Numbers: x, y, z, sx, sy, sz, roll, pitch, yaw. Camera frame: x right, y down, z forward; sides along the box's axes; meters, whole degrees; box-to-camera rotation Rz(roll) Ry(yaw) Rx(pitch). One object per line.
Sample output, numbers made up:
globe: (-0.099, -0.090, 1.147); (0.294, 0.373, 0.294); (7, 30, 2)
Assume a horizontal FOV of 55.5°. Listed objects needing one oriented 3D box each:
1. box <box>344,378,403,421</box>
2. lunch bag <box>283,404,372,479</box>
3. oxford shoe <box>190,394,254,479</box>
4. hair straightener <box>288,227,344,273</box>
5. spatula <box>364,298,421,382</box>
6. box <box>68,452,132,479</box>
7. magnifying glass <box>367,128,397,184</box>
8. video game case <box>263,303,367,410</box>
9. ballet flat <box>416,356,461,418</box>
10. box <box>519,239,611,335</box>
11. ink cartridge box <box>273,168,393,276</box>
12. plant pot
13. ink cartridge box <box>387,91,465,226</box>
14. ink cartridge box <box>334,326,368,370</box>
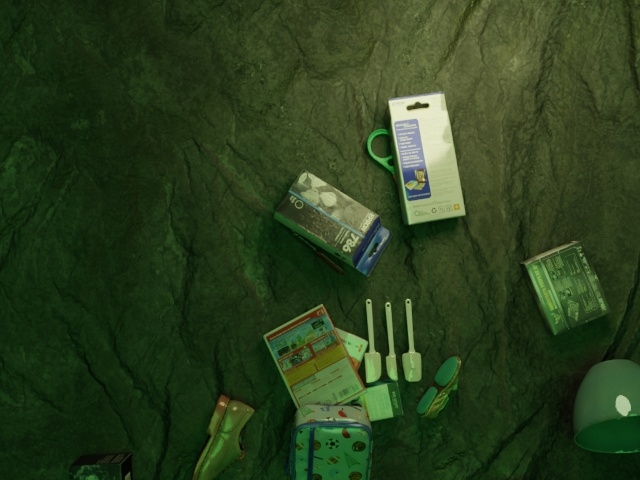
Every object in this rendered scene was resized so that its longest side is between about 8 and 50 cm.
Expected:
box: (0.114, 0.482, 1.790); (0.244, 0.060, 0.101); (-11, 89, 1)
lunch bag: (0.020, 0.608, 1.719); (0.242, 0.115, 0.304); (1, 115, -6)
oxford shoe: (-0.292, 0.636, 1.770); (0.130, 0.123, 0.349); (18, 91, -4)
hair straightener: (0.000, 0.000, 1.811); (0.230, 0.047, 0.089); (36, 74, 6)
spatula: (0.210, 0.292, 1.787); (0.168, 0.019, 0.242); (-1, 75, -2)
box: (-0.642, 0.720, 1.788); (0.158, 0.093, 0.156); (-4, 90, 2)
magnifying glass: (0.215, -0.223, 1.812); (0.092, 0.026, 0.231); (-27, 88, 1)
video game case: (-0.018, 0.359, 1.774); (0.204, 0.025, 0.285); (-28, 75, 3)
ballet flat: (0.361, 0.438, 1.793); (0.067, 0.073, 0.206); (34, 93, -26)
box: (0.717, 0.138, 1.784); (0.182, 0.056, 0.231); (-23, 89, 2)
ink cartridge box: (0.044, -0.052, 1.773); (0.332, 0.065, 0.166); (31, 72, 0)
plant pot: (0.840, 0.448, 1.695); (0.289, 0.290, 0.196); (2, 53, 1)
ink cartridge box: (0.303, -0.237, 1.776); (0.175, 0.069, 0.372); (-9, 91, -8)
ink cartridge box: (0.035, 0.332, 1.802); (0.179, 0.045, 0.146); (22, 90, -2)
